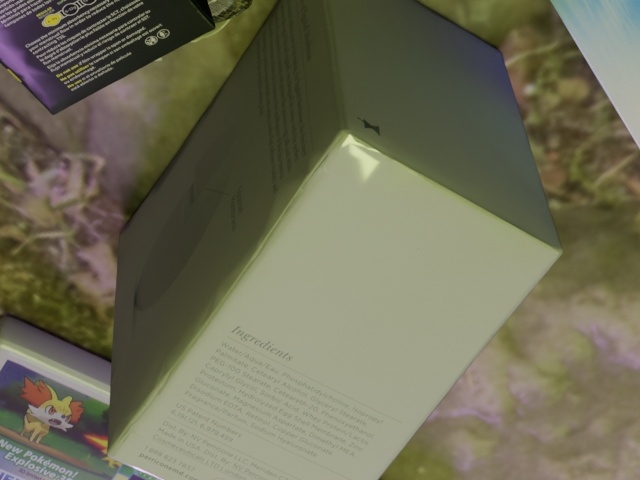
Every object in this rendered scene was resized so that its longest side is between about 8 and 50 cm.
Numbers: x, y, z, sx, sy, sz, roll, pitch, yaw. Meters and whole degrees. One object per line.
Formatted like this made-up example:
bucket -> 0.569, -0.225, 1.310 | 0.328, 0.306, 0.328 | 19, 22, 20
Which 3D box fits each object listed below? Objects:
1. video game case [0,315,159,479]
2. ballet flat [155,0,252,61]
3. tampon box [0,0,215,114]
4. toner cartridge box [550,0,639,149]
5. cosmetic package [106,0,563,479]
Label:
video game case -> -0.135, 0.229, 1.299 | 0.329, 0.036, 0.300 | 27, 116, -18
ballet flat -> -0.087, -0.120, 1.084 | 0.114, 0.041, 0.041 | -23, 121, 11
tampon box -> -0.145, -0.166, 0.973 | 0.101, 0.120, 0.161 | -27, 142, 12
toner cartridge box -> 0.206, -0.161, 1.047 | 0.165, 0.075, 0.348 | -25, 121, 21
cosmetic package -> 0.000, 0.000, 1.054 | 0.138, 0.224, 0.225 | 26, 117, -18
